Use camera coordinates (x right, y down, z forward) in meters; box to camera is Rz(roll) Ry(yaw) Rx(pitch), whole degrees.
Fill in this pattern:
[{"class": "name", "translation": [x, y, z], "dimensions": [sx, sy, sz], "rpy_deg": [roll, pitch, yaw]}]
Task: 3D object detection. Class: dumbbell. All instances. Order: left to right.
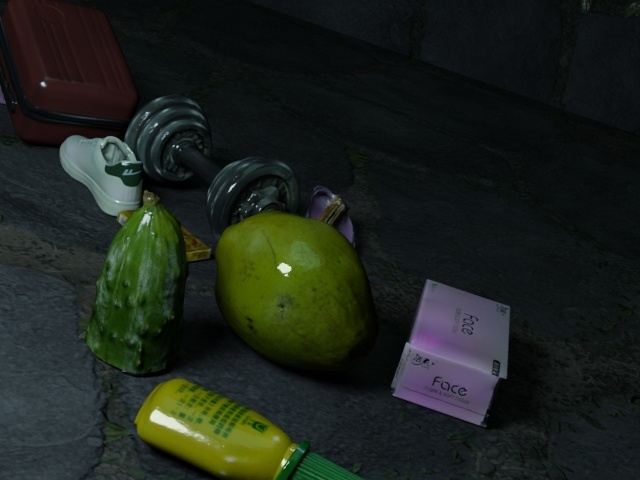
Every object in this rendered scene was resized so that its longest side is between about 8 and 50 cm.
[{"class": "dumbbell", "translation": [-0.194, -0.121, 1.813], "dimensions": [0.179, 0.179, 0.406], "rpy_deg": [-6, 31, -42]}]

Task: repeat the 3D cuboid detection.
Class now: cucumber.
[{"class": "cucumber", "translation": [-0.229, 0.046, 1.347], "dimensions": [0.134, 0.245, 0.134], "rpy_deg": [10, 29, -5]}]

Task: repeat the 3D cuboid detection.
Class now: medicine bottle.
[{"class": "medicine bottle", "translation": [-0.065, 0.252, 1.203], "dimensions": [0.308, 0.076, 0.111], "rpy_deg": [22, 30, 13]}]

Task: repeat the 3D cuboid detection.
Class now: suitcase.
[{"class": "suitcase", "translation": [-0.492, -0.320, 1.979], "dimensions": [0.236, 0.161, 0.297], "rpy_deg": [3, 47, -36]}]

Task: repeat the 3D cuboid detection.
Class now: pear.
[{"class": "pear", "translation": [-0.034, 0.071, 1.459], "dimensions": [0.269, 0.212, 0.212], "rpy_deg": [46, 33, 19]}]

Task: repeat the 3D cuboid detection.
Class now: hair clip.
[{"class": "hair clip", "translation": [0.001, 0.002, 1.777], "dimensions": [0.110, 0.096, 0.359], "rpy_deg": [20, 22, 6]}]

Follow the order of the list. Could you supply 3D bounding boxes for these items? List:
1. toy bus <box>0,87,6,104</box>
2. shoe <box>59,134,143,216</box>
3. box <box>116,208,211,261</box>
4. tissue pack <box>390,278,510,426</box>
[{"class": "toy bus", "translation": [-0.593, -0.348, 2.152], "dimensions": [0.112, 0.090, 0.274], "rpy_deg": [39, 32, 23]}, {"class": "shoe", "translation": [-0.378, -0.144, 1.826], "dimensions": [0.095, 0.110, 0.265], "rpy_deg": [-4, 34, -38]}, {"class": "box", "translation": [-0.260, -0.009, 1.713], "dimensions": [0.089, 0.022, 0.156], "rpy_deg": [-11, 36, -45]}, {"class": "tissue pack", "translation": [0.200, 0.162, 1.563], "dimensions": [0.148, 0.093, 0.246], "rpy_deg": [18, 24, 4]}]
